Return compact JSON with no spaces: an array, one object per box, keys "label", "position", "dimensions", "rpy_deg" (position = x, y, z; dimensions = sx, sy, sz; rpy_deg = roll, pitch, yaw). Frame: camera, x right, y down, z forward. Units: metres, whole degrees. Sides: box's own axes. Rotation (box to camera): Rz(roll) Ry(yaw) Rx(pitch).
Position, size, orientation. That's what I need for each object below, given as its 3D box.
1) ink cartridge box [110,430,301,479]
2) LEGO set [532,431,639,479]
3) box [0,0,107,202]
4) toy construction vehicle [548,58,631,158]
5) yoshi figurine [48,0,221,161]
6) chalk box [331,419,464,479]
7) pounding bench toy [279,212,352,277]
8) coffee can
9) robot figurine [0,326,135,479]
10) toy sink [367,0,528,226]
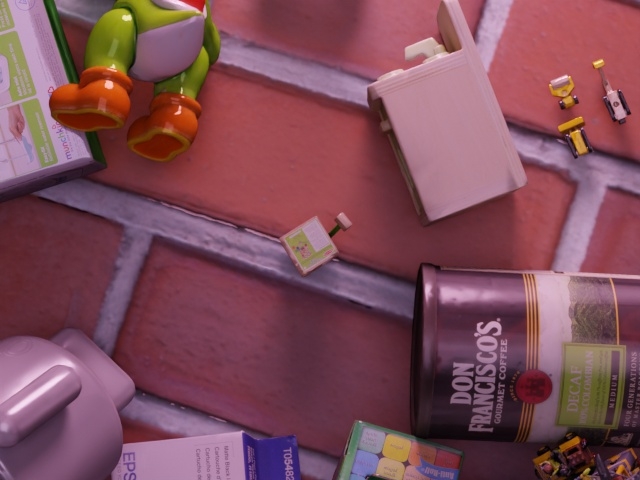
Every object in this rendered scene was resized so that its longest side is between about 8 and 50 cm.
[{"label":"ink cartridge box","position":[-0.128,0.336,1.824],"dimensions":[0.224,0.045,0.223],"rpy_deg":[-7,68,-1]},{"label":"LEGO set","position":[0.294,0.383,1.645],"dimensions":[0.255,0.192,0.331],"rpy_deg":[-23,93,24]},{"label":"box","position":[-0.403,-0.175,1.839],"dimensions":[0.231,0.127,0.262],"rpy_deg":[-19,88,0]},{"label":"toy construction vehicle","position":[0.322,-0.157,1.884],"dimensions":[0.086,0.035,0.098],"rpy_deg":[-25,85,10]},{"label":"yoshi figurine","position":[-0.204,-0.283,1.816],"dimensions":[0.203,0.203,0.362],"rpy_deg":[10,75,8]},{"label":"chalk box","position":[0.076,0.292,1.758],"dimensions":[0.132,0.213,0.132],"rpy_deg":[18,61,0]},{"label":"pounding bench toy","position":[0.000,0.000,1.860],"dimensions":[0.083,0.065,0.052],"rpy_deg":[-32,87,-1]},{"label":"coffee can","position":[0.245,0.131,1.785],"dimensions":[0.275,0.201,0.202],"rpy_deg":[2,88,0]},{"label":"robot figurine","position":[-0.358,0.242,1.731],"dimensions":[0.200,0.300,0.353],"rpy_deg":[41,44,5]},{"label":"toy sink","position":[0.132,-0.145,1.823],"dimensions":[0.131,0.153,0.234],"rpy_deg":[-21,89,0]}]
